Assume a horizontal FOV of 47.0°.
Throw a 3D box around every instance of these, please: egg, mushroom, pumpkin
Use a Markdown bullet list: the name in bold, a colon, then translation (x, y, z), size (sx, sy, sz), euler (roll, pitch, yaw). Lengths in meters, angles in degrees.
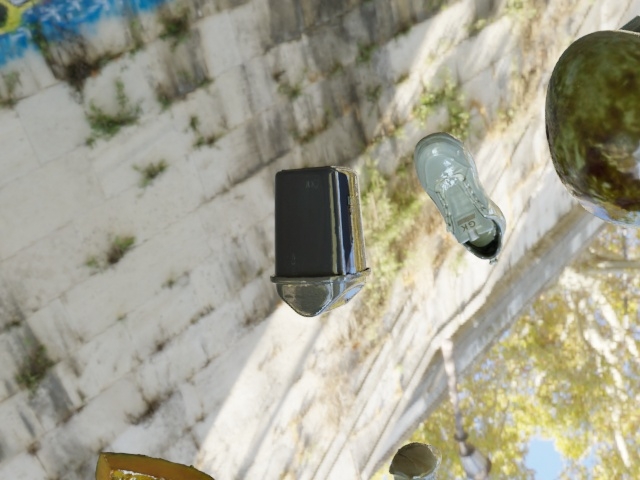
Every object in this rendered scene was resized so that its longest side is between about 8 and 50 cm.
- **egg**: translation (0.430, -0.154, 1.015), size (0.238, 0.289, 0.238), euler (-37, -177, 3)
- **mushroom**: translation (0.114, 0.380, 0.984), size (0.092, 0.223, 0.081), euler (19, -176, 14)
- **pumpkin**: translation (-0.258, 0.497, 1.288), size (0.169, 0.148, 0.312), euler (-8, -139, -45)

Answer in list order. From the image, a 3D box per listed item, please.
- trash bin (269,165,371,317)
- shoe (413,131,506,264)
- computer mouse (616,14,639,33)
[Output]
- **trash bin**: translation (0.000, 0.000, 1.481), size (0.182, 0.290, 0.209), euler (-2, -178, 22)
- **shoe**: translation (0.296, -0.068, 1.520), size (0.124, 0.316, 0.159), euler (-28, -146, 24)
- **computer mouse**: translation (0.502, -0.316, 1.207), size (0.071, 0.126, 0.231), euler (37, -160, 1)
